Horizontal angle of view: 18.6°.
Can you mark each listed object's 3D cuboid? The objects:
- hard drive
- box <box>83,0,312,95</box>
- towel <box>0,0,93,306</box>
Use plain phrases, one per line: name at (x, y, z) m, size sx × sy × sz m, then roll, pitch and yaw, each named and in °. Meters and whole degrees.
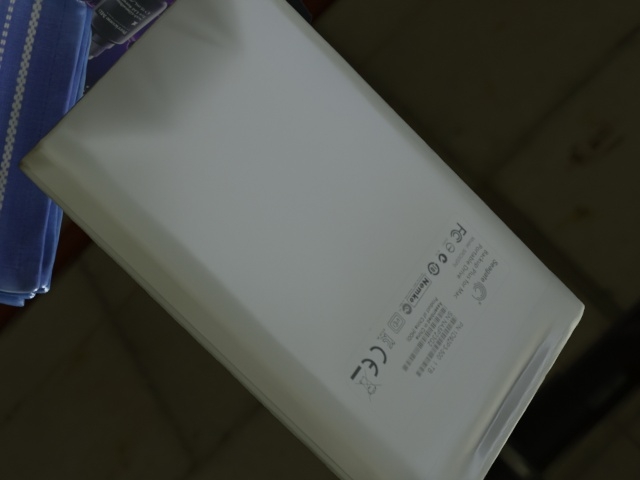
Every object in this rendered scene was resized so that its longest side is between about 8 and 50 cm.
hard drive at (0.000, 0.000, 1.118) m, size 0.040 × 0.307 × 0.203 m, roll -35°, pitch -167°, yaw 49°
box at (-0.139, -0.197, 1.742) m, size 0.207 × 0.153 × 0.108 m, roll -16°, pitch -145°, yaw 33°
towel at (-0.332, -0.100, 1.404) m, size 0.040 × 0.336 × 0.243 m, roll -4°, pitch -106°, yaw 61°
